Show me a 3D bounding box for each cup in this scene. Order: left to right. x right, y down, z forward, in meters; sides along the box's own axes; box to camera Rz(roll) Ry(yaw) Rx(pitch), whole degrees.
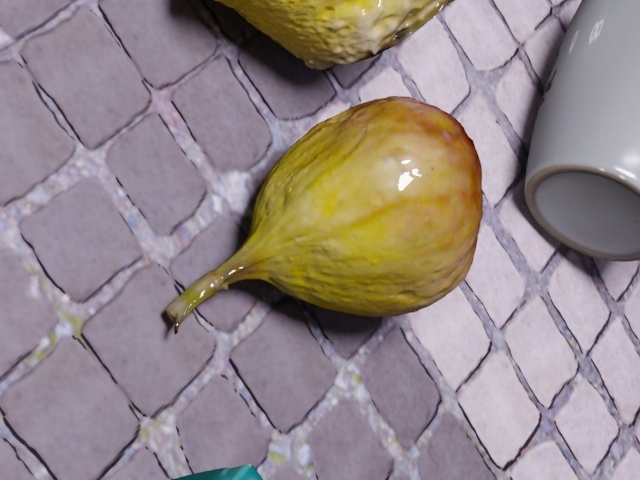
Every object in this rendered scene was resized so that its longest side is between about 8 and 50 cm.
[{"bbox_3d":[0.298,-0.085,1.251,0.234,0.186,0.258,-61,145,-29],"label":"cup"}]

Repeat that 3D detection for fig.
[{"bbox_3d":[0.000,0.000,0.959,0.257,0.159,0.159,-29,96,-26],"label":"fig"}]

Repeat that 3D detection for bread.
[{"bbox_3d":[0.003,-0.222,0.998,0.170,0.197,0.197,42,50,-34],"label":"bread"}]

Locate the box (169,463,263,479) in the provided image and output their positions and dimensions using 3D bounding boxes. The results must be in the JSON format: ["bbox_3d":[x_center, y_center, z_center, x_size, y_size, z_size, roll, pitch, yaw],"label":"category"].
[{"bbox_3d":[-0.046,0.280,0.826,0.245,0.092,0.153,58,45,-12],"label":"box"}]
